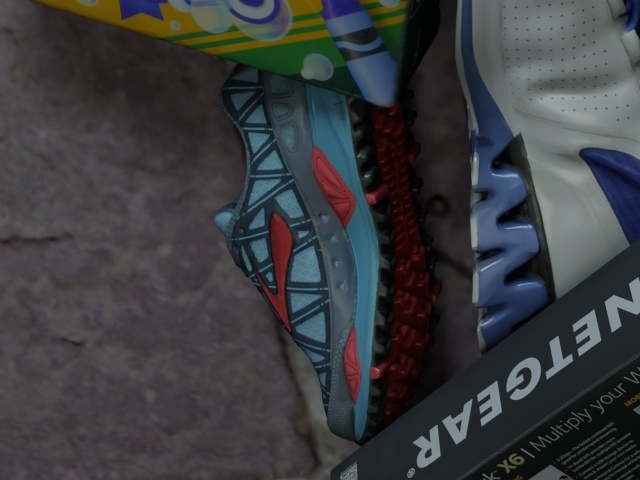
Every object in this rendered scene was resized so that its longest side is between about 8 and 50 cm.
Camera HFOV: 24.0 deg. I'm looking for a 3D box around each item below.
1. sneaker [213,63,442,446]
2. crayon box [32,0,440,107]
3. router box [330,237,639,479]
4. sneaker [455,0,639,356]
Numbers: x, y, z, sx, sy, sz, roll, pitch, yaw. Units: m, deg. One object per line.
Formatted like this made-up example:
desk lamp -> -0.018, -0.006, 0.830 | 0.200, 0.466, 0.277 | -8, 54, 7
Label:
sneaker -> 0.000, 0.000, 0.932 | 0.125, 0.104, 0.262 | 4, 111, 28
crayon box -> -0.089, -0.212, 0.794 | 0.323, 0.083, 0.203 | 18, 134, 13
router box -> 0.195, 0.139, 0.886 | 0.243, 0.081, 0.309 | 33, 123, -27
sneaker -> 0.170, -0.082, 0.853 | 0.182, 0.127, 0.316 | -4, 118, 6
